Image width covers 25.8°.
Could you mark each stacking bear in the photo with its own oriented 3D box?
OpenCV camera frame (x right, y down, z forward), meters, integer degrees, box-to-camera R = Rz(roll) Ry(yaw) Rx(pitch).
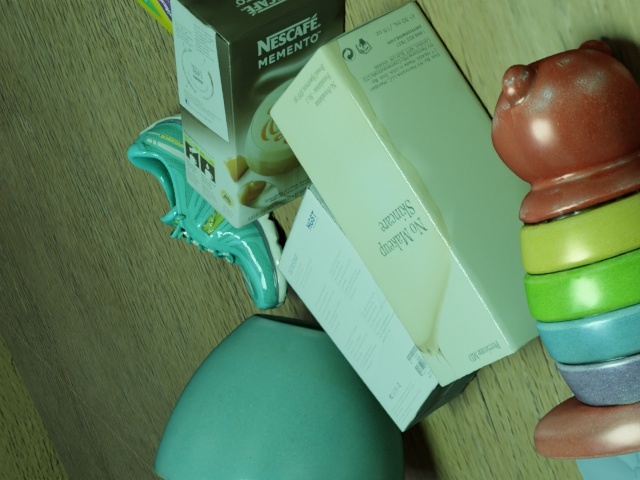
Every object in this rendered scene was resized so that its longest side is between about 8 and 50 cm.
[{"bbox_3d":[0.215,-0.002,1.044,0.164,0.175,0.289,-13,98,66],"label":"stacking bear"}]

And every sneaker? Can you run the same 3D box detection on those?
[{"bbox_3d":[-0.136,-0.025,1.710,0.275,0.110,0.107,56,154,8],"label":"sneaker"}]

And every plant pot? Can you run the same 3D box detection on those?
[{"bbox_3d":[-0.031,0.192,1.611,0.290,0.290,0.195,11,89,58],"label":"plant pot"}]

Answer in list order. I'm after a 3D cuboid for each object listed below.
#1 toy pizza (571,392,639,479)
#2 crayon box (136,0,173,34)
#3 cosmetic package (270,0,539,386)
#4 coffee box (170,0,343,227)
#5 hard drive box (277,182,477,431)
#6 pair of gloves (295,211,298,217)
[{"bbox_3d":[0.298,0.203,1.241,0.201,0.032,0.201,44,151,33],"label":"toy pizza"},{"bbox_3d":[-0.223,-0.384,1.364,0.313,0.106,0.363,45,172,31],"label":"crayon box"},{"bbox_3d":[0.097,-0.038,1.263,0.309,0.113,0.160,58,155,6],"label":"cosmetic package"},{"bbox_3d":[-0.060,-0.151,1.399,0.098,0.141,0.246,43,151,33],"label":"coffee box"},{"bbox_3d":[0.068,0.055,1.441,0.232,0.089,0.181,52,154,15],"label":"hard drive box"},{"bbox_3d":[0.000,0.000,1.601,0.083,0.010,0.074,62,155,-6],"label":"pair of gloves"}]
